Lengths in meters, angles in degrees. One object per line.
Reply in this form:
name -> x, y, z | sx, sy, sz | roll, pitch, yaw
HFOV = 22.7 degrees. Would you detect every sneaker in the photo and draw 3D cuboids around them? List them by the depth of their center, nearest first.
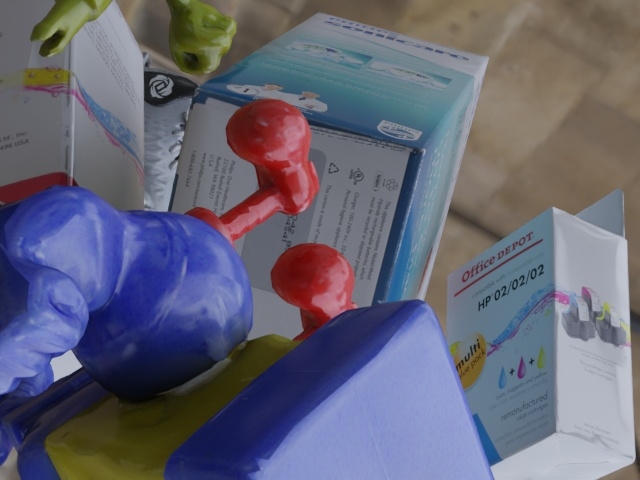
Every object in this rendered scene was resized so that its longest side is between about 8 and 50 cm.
sneaker -> -0.126, -0.069, 1.425 | 0.132, 0.229, 0.086 | -30, 178, -4

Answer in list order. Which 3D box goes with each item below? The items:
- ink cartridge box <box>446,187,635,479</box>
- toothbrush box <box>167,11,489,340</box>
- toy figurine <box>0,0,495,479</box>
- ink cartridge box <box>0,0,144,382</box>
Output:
ink cartridge box -> 0.125, 0.055, 0.933 | 0.104, 0.061, 0.181 | -37, -140, 47
toothbrush box -> 0.000, 0.000, 0.939 | 0.295, 0.126, 0.216 | -54, 158, -72
toy figurine -> -0.010, 0.030, 0.383 | 0.191, 0.362, 0.217 | -34, -155, -32
ink cartridge box -> -0.232, -0.032, 1.009 | 0.306, 0.226, 0.131 | -95, 165, -45
